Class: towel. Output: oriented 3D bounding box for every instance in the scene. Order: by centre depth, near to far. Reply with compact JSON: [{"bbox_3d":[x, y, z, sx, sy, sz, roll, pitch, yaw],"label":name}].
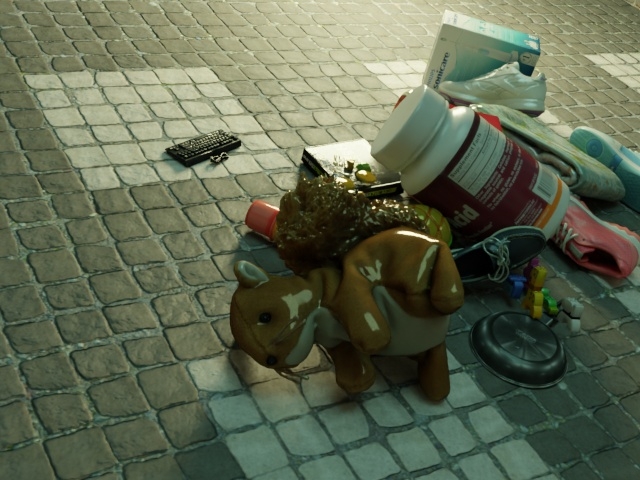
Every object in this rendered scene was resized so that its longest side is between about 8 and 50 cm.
[{"bbox_3d":[0.584,-0.230,2.181,0.321,0.090,0.374,1,35,-50],"label":"towel"}]

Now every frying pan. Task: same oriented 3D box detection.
[{"bbox_3d":[0.443,0.193,1.667,0.326,0.053,0.197,-11,43,-28],"label":"frying pan"}]

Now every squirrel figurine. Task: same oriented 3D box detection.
[{"bbox_3d":[0.024,0.079,1.478,0.371,0.281,0.396,-6,51,-5],"label":"squirrel figurine"}]

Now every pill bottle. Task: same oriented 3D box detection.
[{"bbox_3d":[0.315,-0.142,1.809,0.392,0.224,0.224,35,34,-11],"label":"pill bottle"}]

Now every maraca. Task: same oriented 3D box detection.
[{"bbox_3d":[0.185,-0.022,1.738,0.186,0.099,0.127,2,46,-20],"label":"maraca"}]

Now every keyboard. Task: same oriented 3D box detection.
[{"bbox_3d":[-0.259,-0.213,1.950,0.108,0.023,0.180,35,40,24],"label":"keyboard"}]

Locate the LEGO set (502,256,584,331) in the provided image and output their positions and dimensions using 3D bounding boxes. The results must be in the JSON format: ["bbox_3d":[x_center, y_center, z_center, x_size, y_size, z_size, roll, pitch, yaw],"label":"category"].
[{"bbox_3d":[0.442,0.090,1.708,0.087,0.093,0.227,5,21,-18],"label":"LEGO set"}]

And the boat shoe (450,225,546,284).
[{"bbox_3d":[0.340,0.036,1.717,0.255,0.095,0.079,-13,15,2],"label":"boat shoe"}]

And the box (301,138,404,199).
[{"bbox_3d":[0.079,-0.166,2.003,0.184,0.045,0.190,-14,46,-31],"label":"box"}]

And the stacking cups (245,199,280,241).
[{"bbox_3d":[0.000,0.000,1.708,0.316,0.096,0.096,27,37,16],"label":"stacking cups"}]

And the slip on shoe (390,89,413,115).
[{"bbox_3d":[0.319,-0.261,2.191,0.331,0.123,0.101,39,79,16],"label":"slip on shoe"}]

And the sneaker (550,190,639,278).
[{"bbox_3d":[0.590,-0.016,1.946,0.314,0.115,0.136,29,39,16],"label":"sneaker"}]

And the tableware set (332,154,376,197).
[{"bbox_3d":[0.076,-0.137,1.914,0.104,0.024,0.154,12,36,-12],"label":"tableware set"}]

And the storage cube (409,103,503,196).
[{"bbox_3d":[0.316,-0.203,2.013,0.184,0.214,0.193,15,29,-2],"label":"storage cube"}]

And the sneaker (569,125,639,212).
[{"bbox_3d":[0.841,-0.208,2.302,0.208,0.127,0.319,-21,59,-38],"label":"sneaker"}]

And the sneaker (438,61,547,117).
[{"bbox_3d":[0.495,-0.439,2.417,0.305,0.152,0.114,10,0,11],"label":"sneaker"}]

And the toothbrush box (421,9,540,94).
[{"bbox_3d":[0.470,-0.523,2.495,0.296,0.216,0.126,16,35,1],"label":"toothbrush box"}]

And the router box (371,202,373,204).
[{"bbox_3d":[0.105,-0.026,1.822,0.179,0.046,0.133,-2,41,-24],"label":"router box"}]
